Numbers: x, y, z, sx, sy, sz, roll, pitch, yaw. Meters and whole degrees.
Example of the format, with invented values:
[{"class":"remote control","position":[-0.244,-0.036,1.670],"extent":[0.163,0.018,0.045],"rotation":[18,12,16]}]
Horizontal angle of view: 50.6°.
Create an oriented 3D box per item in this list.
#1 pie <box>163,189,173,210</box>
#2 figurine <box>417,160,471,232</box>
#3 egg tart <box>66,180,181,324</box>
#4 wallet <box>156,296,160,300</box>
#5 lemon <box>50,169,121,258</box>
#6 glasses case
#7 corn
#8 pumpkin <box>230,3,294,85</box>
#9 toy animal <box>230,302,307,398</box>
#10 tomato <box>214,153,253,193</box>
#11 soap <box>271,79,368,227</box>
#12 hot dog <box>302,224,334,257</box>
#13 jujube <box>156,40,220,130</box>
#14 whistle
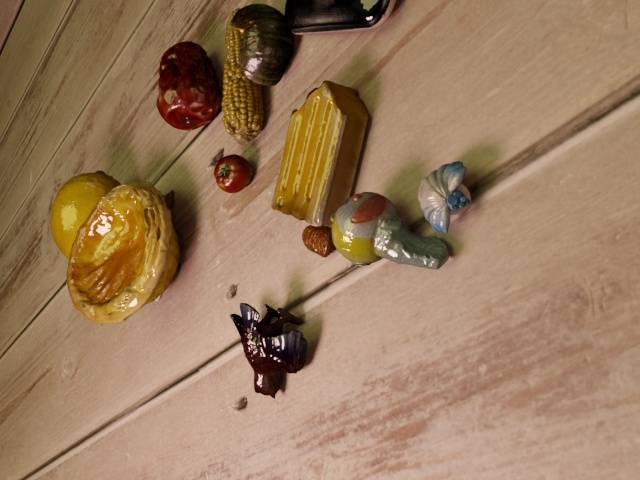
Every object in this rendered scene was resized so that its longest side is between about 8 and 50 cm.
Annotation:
[{"class":"pie","position":[-0.453,-0.077,1.854],"extent":[0.170,0.034,0.092],"rotation":[-12,72,44]},{"class":"figurine","position":[0.186,-0.069,1.024],"extent":[0.114,0.079,0.114],"rotation":[-174,90,-89]},{"class":"egg tart","position":[-0.484,0.036,1.728],"extent":[0.388,0.169,0.388],"rotation":[-18,60,33]},{"class":"wallet","position":[-0.468,0.079,1.842],"extent":[0.190,0.033,0.095],"rotation":[46,117,45]},{"class":"lemon","position":[-0.659,-0.062,1.955],"extent":[0.236,0.236,0.263],"rotation":[-23,46,47]},{"class":"glasses case","position":[0.030,-0.454,1.277],"extent":[0.314,0.075,0.122],"rotation":[17,96,52]},{"class":"corn","position":[-0.173,-0.367,1.507],"extent":[0.097,0.097,0.320],"rotation":[-21,65,48]},{"class":"pumpkin","position":[-0.116,-0.430,1.422],"extent":[0.107,0.119,0.183],"rotation":[-47,53,51]},{"class":"toy animal","position":[-0.117,0.212,1.308],"extent":[0.218,0.116,0.179],"rotation":[9,90,45]},{"class":"tomato","position":[-0.190,-0.148,1.503],"extent":[0.087,0.075,0.087],"rotation":[-9,74,35]},{"class":"soap","position":[0.000,-0.163,1.258],"extent":[0.160,0.080,0.258],"rotation":[23,101,50]},{"class":"hot dog","position":[0.000,0.000,1.264],"extent":[0.083,0.035,0.058],"rotation":[24,102,51]},{"class":"jujube","position":[-0.328,-0.381,1.659],"extent":[0.155,0.155,0.230],"rotation":[-40,53,40]},{"class":"whistle","position":[0.103,-0.014,1.078],"extent":[0.223,0.123,0.123],"rotation":[22,101,37]}]
